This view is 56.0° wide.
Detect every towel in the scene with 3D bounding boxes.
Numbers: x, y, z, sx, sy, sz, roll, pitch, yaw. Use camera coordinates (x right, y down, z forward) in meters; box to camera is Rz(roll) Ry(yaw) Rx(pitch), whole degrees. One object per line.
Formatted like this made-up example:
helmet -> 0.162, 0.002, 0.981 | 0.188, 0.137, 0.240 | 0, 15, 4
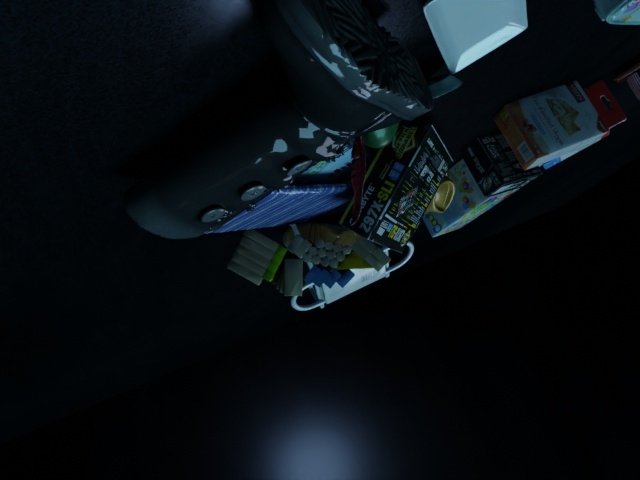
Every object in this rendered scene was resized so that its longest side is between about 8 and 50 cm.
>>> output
towel -> -0.078, -0.074, 1.226 | 0.243, 0.040, 0.336 | -22, 171, 41

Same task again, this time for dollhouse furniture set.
dollhouse furniture set -> 0.955, -0.404, 1.673 | 0.152, 0.201, 0.374 | -34, 171, 31

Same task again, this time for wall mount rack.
wall mount rack -> 0.056, 0.023, 1.522 | 0.350, 0.130, 0.304 | -24, 142, -10

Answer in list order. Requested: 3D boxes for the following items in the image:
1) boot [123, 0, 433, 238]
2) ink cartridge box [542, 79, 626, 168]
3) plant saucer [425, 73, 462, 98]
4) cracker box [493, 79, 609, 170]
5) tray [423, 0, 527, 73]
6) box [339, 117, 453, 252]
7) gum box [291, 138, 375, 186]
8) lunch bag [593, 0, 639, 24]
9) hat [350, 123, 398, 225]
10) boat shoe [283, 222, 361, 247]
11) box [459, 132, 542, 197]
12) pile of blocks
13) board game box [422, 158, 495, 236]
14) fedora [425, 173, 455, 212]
boot -> -0.109, -0.150, 0.822 | 0.445, 0.146, 0.367 | -23, 161, 26
ink cartridge box -> 0.681, -0.311, 1.625 | 0.231, 0.134, 0.078 | -29, 166, 18
plant saucer -> 0.185, -0.263, 1.045 | 0.119, 0.021, 0.119 | -20, -162, 7
cracker box -> 0.562, -0.283, 1.466 | 0.232, 0.155, 0.067 | -22, 166, -20
tray -> 0.236, -0.343, 0.906 | 0.145, 0.030, 0.270 | -29, 167, 16
box -> 0.177, -0.112, 1.310 | 0.257, 0.079, 0.322 | -60, 160, 6
gum box -> 0.014, -0.151, 1.208 | 0.157, 0.041, 0.184 | -30, 168, 20
lunch bag -> 0.564, -0.442, 0.962 | 0.279, 0.107, 0.224 | -13, 167, -38
hat -> 0.105, -0.169, 0.990 | 0.173, 0.183, 0.208 | -23, 167, -15
boat shoe -> 0.000, 0.000, 1.654 | 0.277, 0.098, 0.096 | 4, -175, -39
box -> 0.491, -0.210, 1.634 | 0.180, 0.147, 0.077 | -17, 164, -37
pile of blocks -> -0.024, 0.053, 1.386 | 0.362, 0.149, 0.112 | 4, 179, 4
board game box -> 0.433, -0.142, 1.798 | 0.142, 0.144, 0.275 | -16, 164, -38
fedora -> 0.302, -0.128, 1.603 | 0.194, 0.079, 0.194 | -32, 143, -29
